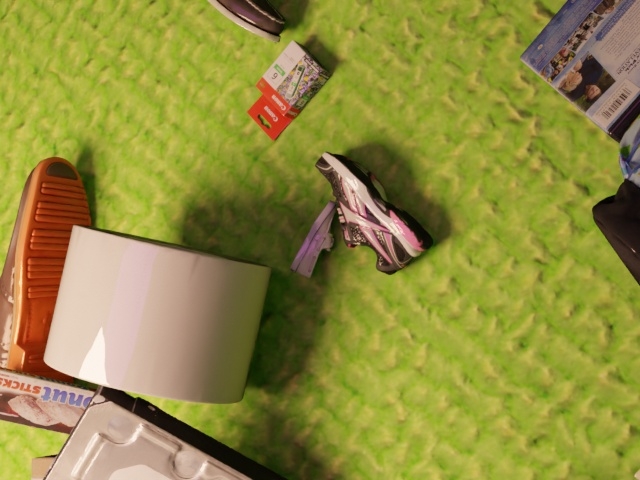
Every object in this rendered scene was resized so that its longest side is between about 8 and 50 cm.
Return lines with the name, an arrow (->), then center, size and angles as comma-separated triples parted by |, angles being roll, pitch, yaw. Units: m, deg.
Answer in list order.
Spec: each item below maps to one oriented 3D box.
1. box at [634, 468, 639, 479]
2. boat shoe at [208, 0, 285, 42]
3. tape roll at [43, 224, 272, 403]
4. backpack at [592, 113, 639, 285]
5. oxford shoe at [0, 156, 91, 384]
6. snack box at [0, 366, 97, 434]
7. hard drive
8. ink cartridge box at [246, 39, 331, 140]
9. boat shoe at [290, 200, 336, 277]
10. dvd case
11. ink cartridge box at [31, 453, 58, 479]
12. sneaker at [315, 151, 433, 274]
box -> 0.469, 0.220, 1.082 | 0.243, 0.117, 0.213 | -49, 65, 15
boat shoe -> -0.119, -0.338, 1.471 | 0.228, 0.081, 0.069 | 43, 108, 27
tape roll -> -0.195, 0.087, 1.368 | 0.246, 0.246, 0.169 | 13, 89, 28
backpack -> 0.430, -0.080, 1.058 | 0.355, 0.290, 0.273 | -37, 54, 12
oxford shoe -> -0.406, 0.064, 1.549 | 0.132, 0.130, 0.364 | 6, 87, 34
snack box -> -0.354, 0.214, 1.485 | 0.022, 0.178, 0.064 | 24, 96, 64
hard drive -> -0.166, 0.344, 1.324 | 0.339, 0.064, 0.237 | 31, 99, -8
ink cartridge box -> -0.047, -0.190, 1.445 | 0.115, 0.029, 0.063 | -48, 66, 14
boat shoe -> 0.000, 0.000, 1.400 | 0.035, 0.035, 0.100 | 29, 94, 0
dvd case -> 0.314, -0.217, 1.181 | 0.180, 0.022, 0.253 | -50, 25, 13
ink cartridge box -> -0.274, 0.393, 1.460 | 0.193, 0.088, 0.235 | -5, 83, 26
sneaker -> 0.046, -0.031, 1.356 | 0.077, 0.072, 0.178 | -48, 65, 16
